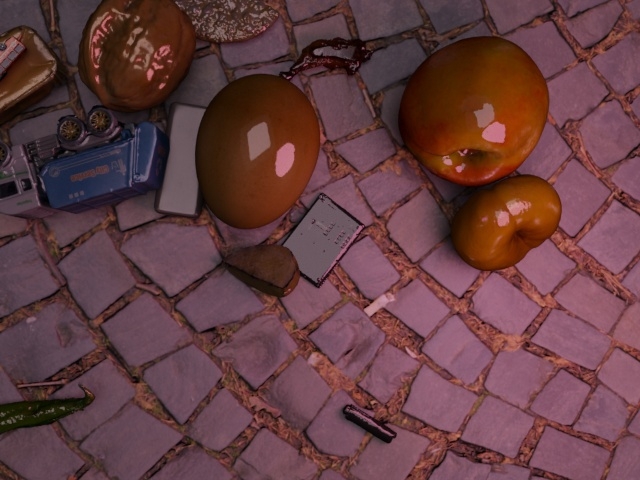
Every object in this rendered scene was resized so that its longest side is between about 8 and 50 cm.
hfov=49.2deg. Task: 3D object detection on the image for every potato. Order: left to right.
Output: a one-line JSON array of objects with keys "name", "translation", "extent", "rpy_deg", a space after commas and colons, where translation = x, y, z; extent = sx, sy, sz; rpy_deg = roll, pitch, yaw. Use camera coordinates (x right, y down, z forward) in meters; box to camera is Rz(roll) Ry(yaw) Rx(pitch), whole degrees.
[{"name": "potato", "translation": [-0.115, 0.065, 1.523], "extent": [0.172, 0.089, 0.100], "rpy_deg": [18, 62, 25]}]

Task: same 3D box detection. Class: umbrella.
[{"name": "umbrella", "translation": [0.107, 0.407, 1.546], "extent": [0.133, 0.031, 0.036], "rpy_deg": [33, 83, -3]}]

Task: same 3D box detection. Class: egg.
[{"name": "egg", "translation": [-0.133, -0.181, 1.435], "extent": [0.250, 0.250, 0.322], "rpy_deg": [18, 91, -5]}]

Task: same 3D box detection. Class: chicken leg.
[{"name": "chicken leg", "translation": [0.012, -0.408, 1.562], "extent": [0.219, 0.048, 0.089], "rpy_deg": [-7, 85, -7]}]

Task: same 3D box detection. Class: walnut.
[{"name": "walnut", "translation": [-0.381, -0.385, 1.431], "extent": [0.225, 0.257, 0.257], "rpy_deg": [21, 84, 28]}]

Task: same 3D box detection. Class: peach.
[{"name": "peach", "translation": [0.323, -0.282, 1.480], "extent": [0.308, 0.308, 0.332], "rpy_deg": [16, 63, -6]}, {"name": "peach", "translation": [0.398, -0.040, 1.497], "extent": [0.251, 0.251, 0.153], "rpy_deg": [-31, 69, -7]}]

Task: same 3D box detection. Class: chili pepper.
[{"name": "chili pepper", "translation": [-0.637, 0.363, 1.441], "extent": [0.359, 0.076, 0.084], "rpy_deg": [-16, 109, -3]}]

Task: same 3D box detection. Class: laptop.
[{"name": "laptop", "translation": [0.000, 0.000, 1.560], "extent": [0.129, 0.016, 0.180], "rpy_deg": [37, 85, -3]}]

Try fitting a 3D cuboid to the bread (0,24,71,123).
[{"name": "bread", "translation": [-0.661, -0.332, 1.453], "extent": [0.241, 0.107, 0.136], "rpy_deg": [-37, 95, -6]}]

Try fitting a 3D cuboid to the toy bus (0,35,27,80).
[{"name": "toy bus", "translation": [-0.634, -0.355, 1.388], "extent": [0.043, 0.031, 0.110], "rpy_deg": [41, 84, -15]}]

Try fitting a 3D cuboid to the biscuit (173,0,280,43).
[{"name": "biscuit", "translation": [-0.247, -0.509, 1.542], "extent": [0.290, 0.038, 0.141], "rpy_deg": [26, 86, -3]}]

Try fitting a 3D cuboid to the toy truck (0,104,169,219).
[{"name": "toy truck", "translation": [-0.494, -0.154, 1.426], "extent": [0.368, 0.146, 0.175], "rpy_deg": [-16, 85, 1]}]

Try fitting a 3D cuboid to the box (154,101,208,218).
[{"name": "box", "translation": [-0.292, -0.172, 1.514], "extent": [0.103, 0.055, 0.243], "rpy_deg": [9, 86, -6]}]
